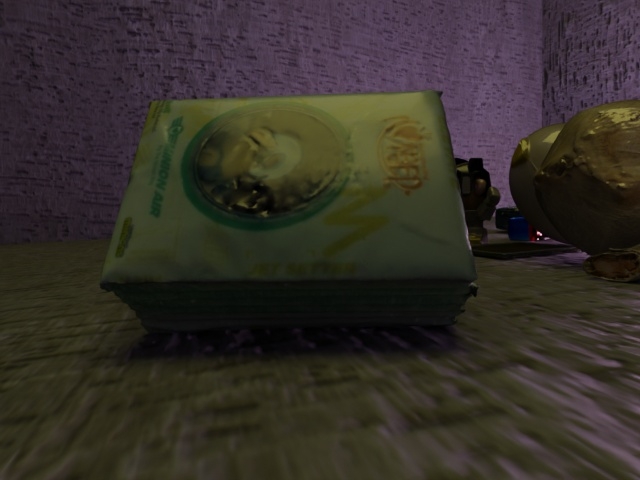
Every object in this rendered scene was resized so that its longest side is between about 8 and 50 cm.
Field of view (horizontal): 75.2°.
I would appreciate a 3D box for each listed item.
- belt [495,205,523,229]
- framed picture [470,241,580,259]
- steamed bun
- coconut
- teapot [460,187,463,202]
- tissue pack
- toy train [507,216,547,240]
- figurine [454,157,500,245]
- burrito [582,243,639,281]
[{"bbox_3d":[0.879,-0.095,1.785,0.267,0.116,0.206,-9,11,-32],"label":"belt"},{"bbox_3d":[0.525,0.024,1.133,0.274,0.017,0.217,-4,5,-19],"label":"framed picture"},{"bbox_3d":[0.734,-0.167,1.227,0.334,0.374,0.334,-17,-30,-10],"label":"steamed bun"},{"bbox_3d":[0.654,-0.125,0.900,0.360,0.346,0.346,-8,4,6],"label":"coconut"},{"bbox_3d":[0.255,-0.124,1.341,0.233,0.315,0.312,10,28,-26],"label":"teapot"},{"bbox_3d":[-0.033,-0.041,0.525,0.388,0.287,0.162,-2,-29,3],"label":"tissue pack"},{"bbox_3d":[0.769,-0.046,1.450,0.204,0.082,0.131,-5,3,-30],"label":"toy train"},{"bbox_3d":[0.468,-0.119,1.326,0.143,0.308,0.308,0,3,-32],"label":"figurine"},{"bbox_3d":[0.587,0.033,0.730,0.226,0.060,0.087,-5,0,-15],"label":"burrito"}]
